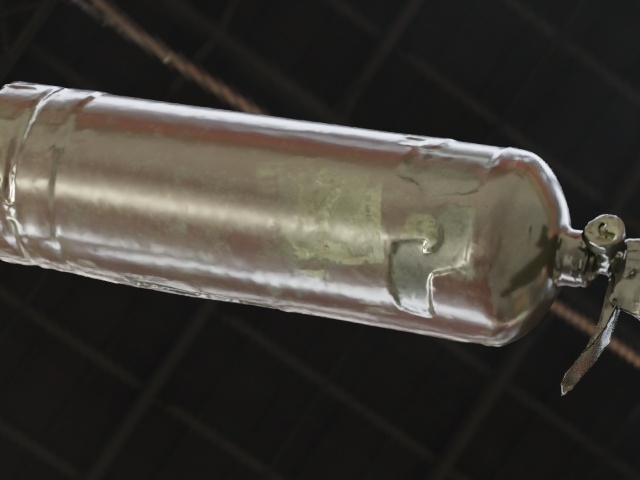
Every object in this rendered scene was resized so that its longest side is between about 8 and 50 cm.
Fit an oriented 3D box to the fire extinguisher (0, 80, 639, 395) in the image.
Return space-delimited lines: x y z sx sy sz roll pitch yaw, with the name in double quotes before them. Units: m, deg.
"fire extinguisher" 0.000 0.000 0.679 0.268 0.072 0.089 9 -129 20
